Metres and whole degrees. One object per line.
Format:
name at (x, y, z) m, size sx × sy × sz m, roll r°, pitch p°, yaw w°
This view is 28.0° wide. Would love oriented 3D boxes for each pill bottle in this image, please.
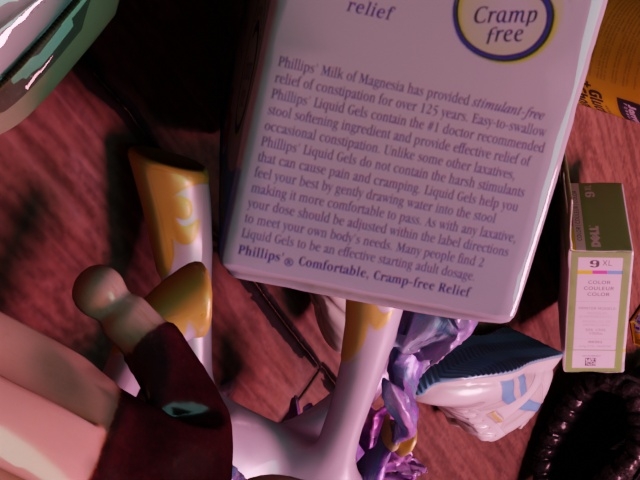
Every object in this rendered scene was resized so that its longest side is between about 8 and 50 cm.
pill bottle at (0.263, -0.150, 1.058) m, size 0.103 × 0.184 × 0.103 m, roll -30°, pitch 132°, yaw -40°

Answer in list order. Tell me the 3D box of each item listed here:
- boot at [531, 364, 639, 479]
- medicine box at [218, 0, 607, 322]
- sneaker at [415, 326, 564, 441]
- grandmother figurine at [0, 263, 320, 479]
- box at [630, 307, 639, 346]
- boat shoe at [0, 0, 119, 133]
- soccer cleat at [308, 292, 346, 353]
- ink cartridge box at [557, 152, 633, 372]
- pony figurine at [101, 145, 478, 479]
boot at (0.333, 0.302, 1.474) m, size 0.260 × 0.131 × 0.348 m, roll -6°, pitch 104°, yaw -59°
medicine box at (0.044, -0.146, 0.675) m, size 0.263 × 0.149 × 0.289 m, roll -102°, pitch -157°, yaw -70°
sneaker at (0.144, 0.136, 1.164) m, size 0.228 × 0.087 × 0.092 m, roll 4°, pitch 108°, yaw -52°
grandmother figurine at (-0.115, 0.112, 0.623) m, size 0.342 × 0.104 × 0.208 m, roll 28°, pitch 71°, yaw -22°
box at (0.441, 0.060, 1.540) m, size 0.169 × 0.059 × 0.054 m, roll -51°, pitch 145°, yaw -21°
boat shoe at (-0.111, -0.194, 0.593) m, size 0.302 × 0.113 × 0.103 m, roll -60°, pitch 147°, yaw -12°
soccer cleat at (0.000, 0.000, 0.912) m, size 0.076 × 0.068 × 0.196 m, roll -20°, pitch 126°, yaw -28°
ink cartridge box at (0.261, 0.015, 1.224) m, size 0.109 × 0.062 × 0.209 m, roll -81°, pitch 167°, yaw -52°
pony figurine at (-0.022, 0.155, 0.834) m, size 0.350 × 0.303 × 0.364 m, roll 13°, pitch 105°, yaw -23°
